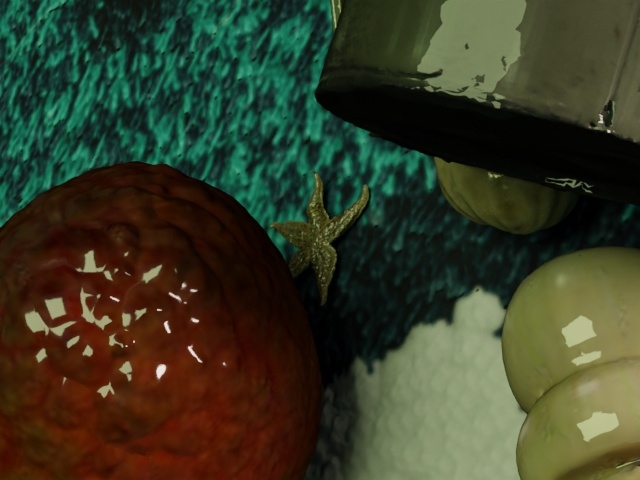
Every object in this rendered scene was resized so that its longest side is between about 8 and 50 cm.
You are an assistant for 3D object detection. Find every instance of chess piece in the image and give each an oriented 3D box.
[{"bbox_3d":[0.156,0.119,0.723,0.143,0.143,0.260,-30,46,28],"label":"chess piece"}]

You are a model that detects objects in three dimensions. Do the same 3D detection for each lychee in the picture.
[{"bbox_3d":[-0.113,0.087,0.903,0.255,0.300,0.255,-2,70,6],"label":"lychee"}]

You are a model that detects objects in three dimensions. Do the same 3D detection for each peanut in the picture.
[{"bbox_3d":[0.092,-0.073,0.892,0.082,0.082,0.187,-40,50,21],"label":"peanut"}]

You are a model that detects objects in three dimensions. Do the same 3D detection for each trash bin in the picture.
[{"bbox_3d":[0.133,-0.181,0.714,0.252,0.203,0.301,-166,94,-71],"label":"trash bin"}]

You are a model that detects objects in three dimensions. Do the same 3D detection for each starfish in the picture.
[{"bbox_3d":[0.000,0.000,0.983,0.092,0.016,0.086,-42,51,16],"label":"starfish"}]

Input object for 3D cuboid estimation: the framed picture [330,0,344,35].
[{"bbox_3d":[0.020,-0.227,0.944,0.192,0.018,0.265,122,143,-75],"label":"framed picture"}]
